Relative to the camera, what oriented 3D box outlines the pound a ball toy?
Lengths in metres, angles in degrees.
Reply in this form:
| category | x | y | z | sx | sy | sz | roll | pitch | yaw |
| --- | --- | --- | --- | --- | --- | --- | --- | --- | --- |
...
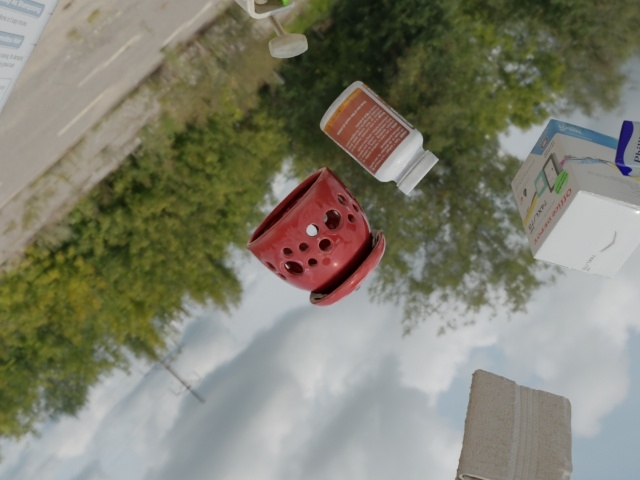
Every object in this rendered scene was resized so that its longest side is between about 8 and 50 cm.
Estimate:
| category | x | y | z | sx | sy | sz | roll | pitch | yaw |
| --- | --- | --- | --- | --- | --- | --- | --- | --- | --- |
| pound a ball toy | -0.158 | -0.520 | 1.660 | 0.136 | 0.319 | 0.208 | -22 | 139 | -21 |

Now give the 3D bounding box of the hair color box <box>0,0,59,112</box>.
| category | x | y | z | sx | sy | sz | roll | pitch | yaw |
| --- | --- | --- | --- | --- | --- | --- | --- | --- | --- |
| hair color box | -0.370 | -0.205 | 0.804 | 0.374 | 0.114 | 0.185 | -58 | -176 | 9 |

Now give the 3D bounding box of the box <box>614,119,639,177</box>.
| category | x | y | z | sx | sy | sz | roll | pitch | yaw |
| --- | --- | --- | --- | --- | --- | --- | --- | --- | --- |
| box | 0.538 | -0.132 | 1.273 | 0.126 | 0.137 | 0.072 | 11 | 92 | -64 |

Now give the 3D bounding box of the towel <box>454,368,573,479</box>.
| category | x | y | z | sx | sy | sz | roll | pitch | yaw |
| --- | --- | --- | --- | --- | --- | --- | --- | --- | --- |
| towel | 0.336 | 0.342 | 1.413 | 0.282 | 0.187 | 0.049 | -66 | 174 | -53 |

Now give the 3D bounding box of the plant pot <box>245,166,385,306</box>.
| category | x | y | z | sx | sy | sz | roll | pitch | yaw |
| --- | --- | --- | --- | --- | --- | --- | --- | --- | --- |
| plant pot | 0.000 | 0.000 | 1.369 | 0.191 | 0.174 | 0.191 | -43 | -168 | 12 |

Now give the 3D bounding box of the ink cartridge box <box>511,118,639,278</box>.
| category | x | y | z | sx | sy | sz | roll | pitch | yaw |
| --- | --- | --- | --- | --- | --- | --- | --- | --- | --- |
| ink cartridge box | 0.567 | -0.092 | 1.788 | 0.270 | 0.197 | 0.198 | -90 | -161 | -50 |

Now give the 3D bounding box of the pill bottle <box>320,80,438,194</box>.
| category | x | y | z | sx | sy | sz | roll | pitch | yaw |
| --- | --- | --- | --- | --- | --- | --- | --- | --- | --- |
| pill bottle | 0.114 | -0.190 | 1.560 | 0.121 | 0.216 | 0.121 | -48 | 176 | -5 |
